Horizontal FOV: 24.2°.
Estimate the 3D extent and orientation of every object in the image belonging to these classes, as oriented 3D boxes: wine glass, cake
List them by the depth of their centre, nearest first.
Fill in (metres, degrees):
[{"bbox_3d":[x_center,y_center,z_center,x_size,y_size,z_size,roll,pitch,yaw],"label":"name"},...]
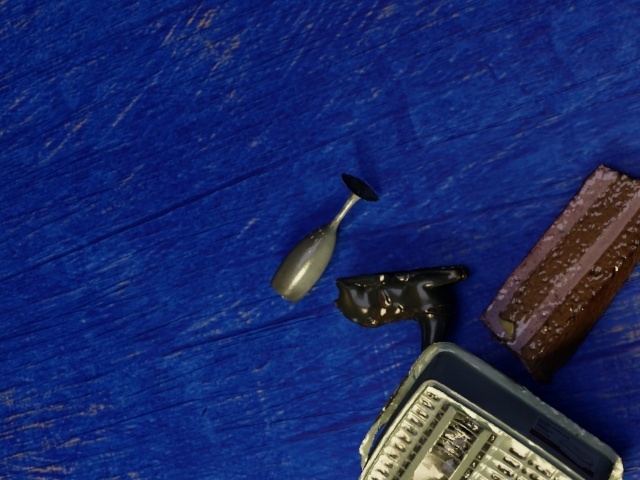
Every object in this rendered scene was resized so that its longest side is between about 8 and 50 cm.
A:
[{"bbox_3d":[0.309,0.043,1.866,0.116,0.113,0.295,39,105,25],"label":"cake"},{"bbox_3d":[0.000,0.000,2.092,0.066,0.066,0.198,47,114,24],"label":"wine glass"}]

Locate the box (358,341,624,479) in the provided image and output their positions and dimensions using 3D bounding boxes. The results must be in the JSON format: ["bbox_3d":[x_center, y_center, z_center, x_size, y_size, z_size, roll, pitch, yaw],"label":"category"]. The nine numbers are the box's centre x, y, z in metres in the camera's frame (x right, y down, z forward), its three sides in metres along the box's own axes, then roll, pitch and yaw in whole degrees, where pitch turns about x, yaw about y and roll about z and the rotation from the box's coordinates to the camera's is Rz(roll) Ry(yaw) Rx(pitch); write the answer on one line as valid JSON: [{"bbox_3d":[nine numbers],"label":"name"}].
[{"bbox_3d":[0.204,0.278,1.853,0.290,0.166,0.221,34,110,6],"label":"box"}]

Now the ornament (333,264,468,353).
[{"bbox_3d":[0.110,0.157,2.008,0.202,0.080,0.236,-7,87,30],"label":"ornament"}]
